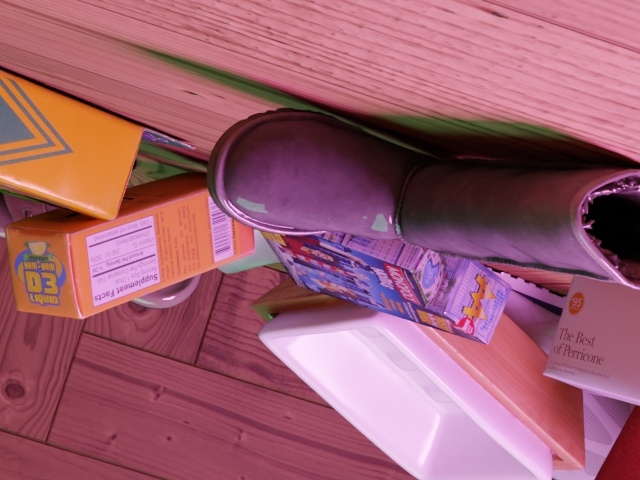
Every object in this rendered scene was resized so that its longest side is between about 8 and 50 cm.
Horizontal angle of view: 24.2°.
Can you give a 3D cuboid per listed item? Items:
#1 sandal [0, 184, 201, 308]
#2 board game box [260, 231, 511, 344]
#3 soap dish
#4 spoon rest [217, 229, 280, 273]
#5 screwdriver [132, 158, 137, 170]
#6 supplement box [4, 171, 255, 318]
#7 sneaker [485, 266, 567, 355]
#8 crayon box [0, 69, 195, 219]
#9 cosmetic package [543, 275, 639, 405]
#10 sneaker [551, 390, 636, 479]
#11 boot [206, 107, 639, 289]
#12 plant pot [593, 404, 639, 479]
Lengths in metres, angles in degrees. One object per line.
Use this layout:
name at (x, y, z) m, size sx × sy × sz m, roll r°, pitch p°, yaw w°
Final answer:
sandal at (-0.238, -0.038, 1.407) m, size 0.303 × 0.120 × 0.086 m, roll 27°, pitch 163°, yaw -16°
board game box at (0.056, 0.016, 1.244) m, size 0.194 × 0.060 × 0.194 m, roll 19°, pitch 166°, yaw 17°
soap dish at (0.103, 0.123, 1.479) m, size 0.291 × 0.118 × 0.229 m, roll 42°, pitch 152°, yaw -23°
spoon rest at (-0.087, -0.008, 1.524) m, size 0.137 × 0.084 × 0.276 m, roll 18°, pitch 177°, yaw -13°
screwdriver at (-0.231, -0.094, 1.373) m, size 0.024 × 0.025 × 0.170 m, roll 14°, pitch 176°, yaw 39°
supplement box at (-0.155, -0.001, 1.260) m, size 0.078 × 0.080 × 0.233 m, roll 5°, pitch -166°, yaw 35°
sneaker at (0.183, 0.083, 1.545) m, size 0.235 × 0.094 × 0.090 m, roll 21°, pitch 177°, yaw -25°
crayon box at (-0.287, -0.095, 1.166) m, size 0.323 × 0.083 × 0.203 m, roll 20°, pitch 176°, yaw -40°
cosmetic package at (0.266, 0.078, 1.064) m, size 0.060 × 0.098 × 0.239 m, roll 23°, pitch 174°, yaw -31°
sneaker at (0.181, 0.153, 1.707) m, size 0.257 × 0.169 × 0.447 m, roll 20°, pitch -174°, yaw -36°
boot at (0.066, -0.017, 0.752) m, size 0.190 × 0.076 × 0.208 m, roll 3°, pitch -169°, yaw -29°
plant pot at (0.405, 0.209, 1.321) m, size 0.236 × 0.267 × 0.267 m, roll 31°, pitch -175°, yaw 33°
